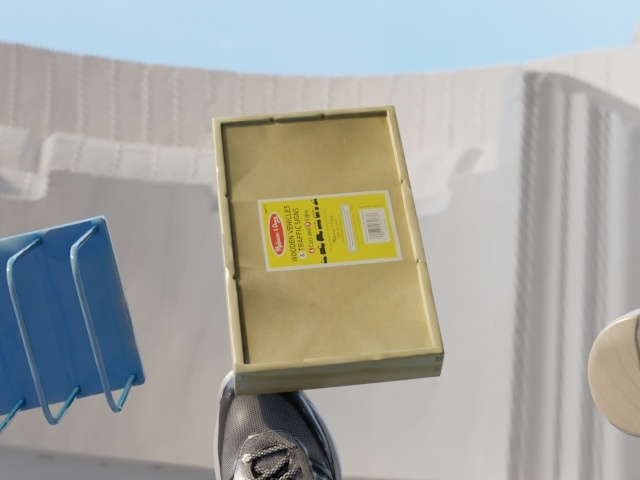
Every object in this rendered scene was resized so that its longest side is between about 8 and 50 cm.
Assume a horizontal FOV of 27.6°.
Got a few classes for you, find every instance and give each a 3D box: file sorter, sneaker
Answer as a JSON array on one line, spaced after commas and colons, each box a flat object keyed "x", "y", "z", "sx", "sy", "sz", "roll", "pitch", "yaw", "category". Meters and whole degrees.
[{"x": -0.215, "y": 0.066, "z": 0.843, "sx": 0.170, "sy": 0.104, "sz": 0.118, "roll": -12, "pitch": -81, "yaw": 2, "category": "file sorter"}, {"x": -0.028, "y": 0.208, "z": 0.984, "sx": 0.101, "sy": 0.153, "sz": 0.269, "roll": -13, "pitch": -109, "yaw": -1, "category": "sneaker"}]

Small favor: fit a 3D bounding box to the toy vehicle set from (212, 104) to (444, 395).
[{"x": 0.000, "y": 0.000, "z": 1.096, "sx": 0.166, "sy": 0.035, "sz": 0.267, "roll": -4, "pitch": -126, "yaw": -5, "category": "toy vehicle set"}]

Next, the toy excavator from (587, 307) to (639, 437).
[{"x": 0.510, "y": 0.030, "z": 1.261, "sx": 0.222, "sy": 0.432, "sz": 0.445, "roll": -7, "pitch": -68, "yaw": -62, "category": "toy excavator"}]
